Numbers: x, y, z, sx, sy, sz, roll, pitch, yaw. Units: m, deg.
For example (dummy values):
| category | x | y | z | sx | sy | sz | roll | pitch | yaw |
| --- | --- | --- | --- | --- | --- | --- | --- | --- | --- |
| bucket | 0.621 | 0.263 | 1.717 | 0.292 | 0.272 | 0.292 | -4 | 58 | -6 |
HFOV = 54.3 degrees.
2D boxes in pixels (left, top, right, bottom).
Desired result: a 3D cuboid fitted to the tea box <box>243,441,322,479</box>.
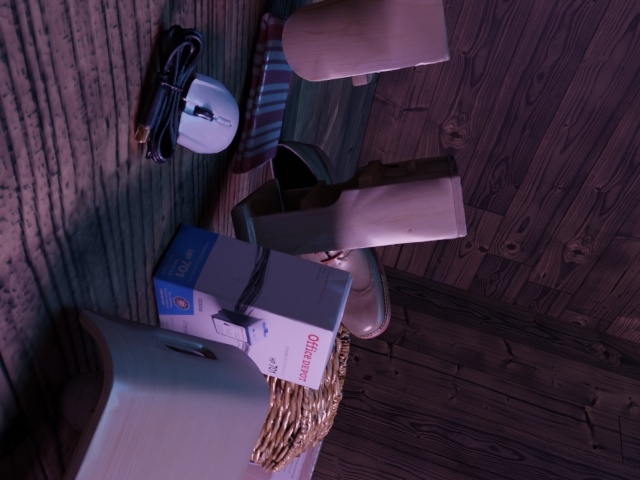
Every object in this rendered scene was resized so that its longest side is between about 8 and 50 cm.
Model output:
| category | x | y | z | sx | sy | sz | roll | pitch | yaw |
| --- | --- | --- | --- | --- | --- | --- | --- | --- | --- |
| tea box | -0.095 | 0.441 | 1.509 | 0.323 | 0.220 | 0.329 | 91 | 17 | -70 |

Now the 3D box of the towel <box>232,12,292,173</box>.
| category | x | y | z | sx | sy | sz | roll | pitch | yaw |
| --- | --- | --- | --- | --- | --- | --- | --- | --- | --- |
| towel | -0.071 | -0.188 | 0.802 | 0.144 | 0.029 | 0.197 | -58 | 161 | -73 |

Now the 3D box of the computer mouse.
| category | x | y | z | sx | sy | sz | roll | pitch | yaw |
| --- | --- | --- | --- | --- | --- | --- | --- | --- | --- |
| computer mouse | -0.105 | -0.116 | 0.561 | 0.193 | 0.042 | 0.106 | -29 | 135 | -83 |

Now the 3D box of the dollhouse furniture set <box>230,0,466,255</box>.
| category | x | y | z | sx | sy | sz | roll | pitch | yaw |
| --- | --- | --- | --- | --- | --- | --- | --- | --- | --- |
| dollhouse furniture set | 0.014 | -0.199 | 0.721 | 0.362 | 0.256 | 0.394 | -61 | 142 | -71 |

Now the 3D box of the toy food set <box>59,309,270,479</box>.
| category | x | y | z | sx | sy | sz | roll | pitch | yaw |
| --- | --- | --- | --- | --- | --- | --- | --- | --- | --- |
| toy food set | -0.172 | 0.223 | 0.517 | 0.219 | 0.092 | 0.306 | 34 | 75 | -60 |

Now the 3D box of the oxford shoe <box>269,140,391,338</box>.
| category | x | y | z | sx | sy | sz | roll | pitch | yaw |
| --- | --- | --- | --- | --- | --- | --- | --- | --- | --- |
| oxford shoe | 0.000 | 0.000 | 0.999 | 0.123 | 0.348 | 0.130 | -30 | 169 | 18 |

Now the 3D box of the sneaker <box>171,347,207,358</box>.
| category | x | y | z | sx | sy | sz | roll | pitch | yaw |
| --- | --- | --- | --- | --- | --- | --- | --- | --- | --- |
| sneaker | -0.159 | 0.204 | 0.805 | 0.222 | 0.083 | 0.118 | 91 | 17 | -76 |

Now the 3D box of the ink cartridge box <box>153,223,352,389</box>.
| category | x | y | z | sx | sy | sz | roll | pitch | yaw |
| --- | --- | --- | --- | --- | --- | --- | --- | --- | --- |
| ink cartridge box | -0.074 | 0.075 | 0.684 | 0.140 | 0.190 | 0.082 | 100 | 8 | -51 |

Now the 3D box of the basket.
| category | x | y | z | sx | sy | sz | roll | pitch | yaw |
| --- | --- | --- | --- | --- | --- | --- | --- | --- | --- |
| basket | -0.036 | 0.236 | 1.129 | 0.223 | 0.213 | 0.299 | -19 | 132 | -49 |

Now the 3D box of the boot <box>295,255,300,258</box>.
| category | x | y | z | sx | sy | sz | roll | pitch | yaw |
| --- | --- | --- | --- | --- | --- | --- | --- | --- | --- |
| boot | -0.031 | 0.111 | 1.462 | 0.262 | 0.095 | 0.203 | 83 | 3 | -69 |
